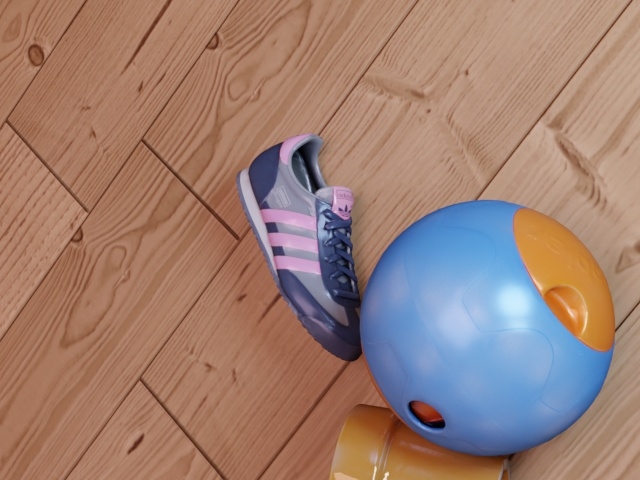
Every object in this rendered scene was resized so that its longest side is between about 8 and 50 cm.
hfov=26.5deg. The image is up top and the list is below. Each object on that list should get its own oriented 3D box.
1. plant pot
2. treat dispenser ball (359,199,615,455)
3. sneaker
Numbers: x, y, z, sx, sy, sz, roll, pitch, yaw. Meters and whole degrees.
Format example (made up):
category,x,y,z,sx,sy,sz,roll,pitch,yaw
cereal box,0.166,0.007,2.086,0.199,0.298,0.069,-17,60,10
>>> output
category,x,y,z,sx,sy,sz,roll,pitch,yaw
plant pot,0.122,0.307,1.611,0.188,0.205,0.205,6,84,16
treat dispenser ball,0.187,0.098,1.538,0.288,0.288,0.288,-6,78,31
sneaker,0.000,0.000,1.776,0.131,0.112,0.319,-38,65,24
